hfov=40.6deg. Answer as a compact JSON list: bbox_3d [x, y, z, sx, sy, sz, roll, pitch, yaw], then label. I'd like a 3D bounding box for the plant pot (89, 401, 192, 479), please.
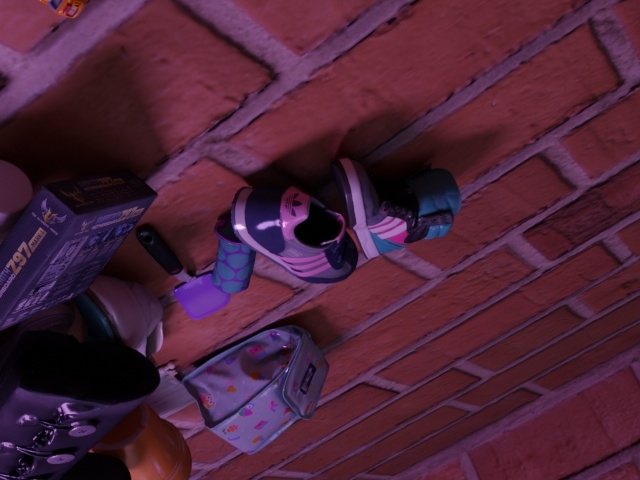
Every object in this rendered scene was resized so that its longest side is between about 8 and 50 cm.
[{"bbox_3d":[-0.374,0.406,1.695,0.205,0.205,0.188,-19,135,-8],"label":"plant pot"}]

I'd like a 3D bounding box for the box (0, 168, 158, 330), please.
[{"bbox_3d":[-0.312,0.005,1.065,0.183,0.059,0.233,-50,177,15],"label":"box"}]

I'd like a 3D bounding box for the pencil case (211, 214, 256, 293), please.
[{"bbox_3d":[-0.138,0.022,1.369,0.064,0.070,0.151,-48,164,-34],"label":"pencil case"}]

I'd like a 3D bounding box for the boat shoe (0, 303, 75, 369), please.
[{"bbox_3d":[-0.464,0.186,1.393,0.227,0.081,0.079,-39,147,28],"label":"boat shoe"}]

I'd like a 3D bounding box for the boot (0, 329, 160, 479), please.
[{"bbox_3d":[-0.378,0.309,1.360,0.367,0.146,0.445,4,136,-43],"label":"boot"}]

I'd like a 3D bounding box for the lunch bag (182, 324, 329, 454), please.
[{"bbox_3d":[-0.108,0.292,1.758,0.262,0.160,0.223,-35,148,-2],"label":"lunch bag"}]

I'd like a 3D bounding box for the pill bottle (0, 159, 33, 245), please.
[{"bbox_3d":[-0.424,-0.001,1.067,0.117,0.117,0.215,0,144,-36],"label":"pill bottle"}]

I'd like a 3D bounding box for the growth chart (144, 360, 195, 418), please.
[{"bbox_3d":[-0.340,0.324,1.779,0.172,0.021,0.237,-23,152,0],"label":"growth chart"}]

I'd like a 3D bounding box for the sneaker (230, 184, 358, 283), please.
[{"bbox_3d":[0.000,0.000,1.341,0.131,0.112,0.319,-1,166,32],"label":"sneaker"}]

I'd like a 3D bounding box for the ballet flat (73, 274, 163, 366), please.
[{"bbox_3d":[-0.318,0.141,1.402,0.139,0.139,0.400,-13,154,-18],"label":"ballet flat"}]

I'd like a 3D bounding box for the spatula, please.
[{"bbox_3d":[-0.224,0.051,1.392,0.084,0.030,0.296,-25,151,2],"label":"spatula"}]

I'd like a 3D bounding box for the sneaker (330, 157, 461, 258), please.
[{"bbox_3d":[0.126,-0.066,1.345,0.178,0.123,0.295,-20,159,5],"label":"sneaker"}]

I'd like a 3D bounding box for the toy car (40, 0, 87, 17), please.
[{"bbox_3d":[-0.223,-0.261,0.853,0.122,0.040,0.060,-31,151,15],"label":"toy car"}]
